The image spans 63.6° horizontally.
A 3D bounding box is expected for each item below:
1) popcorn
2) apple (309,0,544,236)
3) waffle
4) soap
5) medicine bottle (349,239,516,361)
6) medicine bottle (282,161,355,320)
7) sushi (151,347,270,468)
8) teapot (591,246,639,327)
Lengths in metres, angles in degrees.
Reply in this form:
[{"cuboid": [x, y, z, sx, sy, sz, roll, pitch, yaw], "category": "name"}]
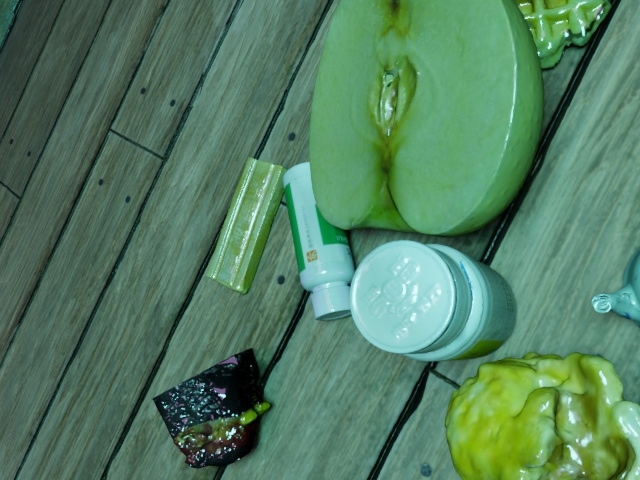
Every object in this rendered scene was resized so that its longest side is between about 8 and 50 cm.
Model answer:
[{"cuboid": [0.264, 0.227, 0.589, 0.191, 0.190, 0.254, -60, 16, -9], "category": "popcorn"}, {"cuboid": [0.123, -0.187, 0.704, 0.321, 0.312, 0.359, 4, 92, 9], "category": "apple"}, {"cuboid": [0.292, -0.398, 0.792, 0.317, 0.073, 0.297, 45, 102, 29], "category": "waffle"}, {"cuboid": [-0.138, -0.029, 0.985, 0.092, 0.037, 0.251, 19, 88, 35], "category": "soap"}, {"cuboid": [0.149, 0.079, 0.648, 0.144, 0.258, 0.143, -8, 75, 31], "category": "medicine bottle"}, {"cuboid": [0.000, 0.000, 0.858, 0.095, 0.095, 0.259, -20, 68, 26], "category": "medicine bottle"}, {"cuboid": [-0.171, 0.292, 0.865, 0.172, 0.153, 0.150, -27, 82, 0], "category": "sushi"}, {"cuboid": [0.421, 0.046, 0.557, 0.232, 0.159, 0.158, -21, 68, 26], "category": "teapot"}]
